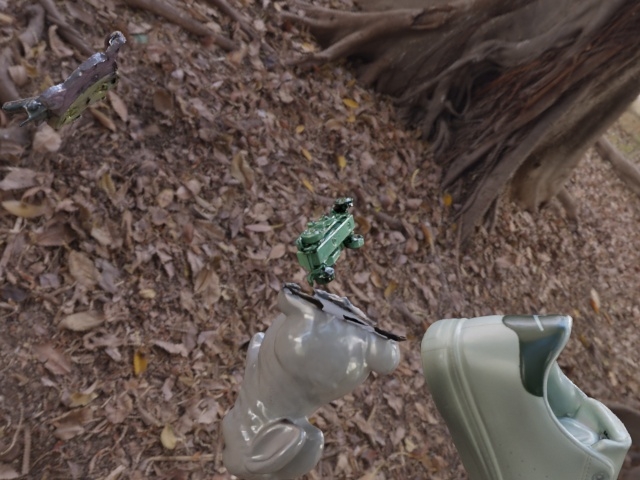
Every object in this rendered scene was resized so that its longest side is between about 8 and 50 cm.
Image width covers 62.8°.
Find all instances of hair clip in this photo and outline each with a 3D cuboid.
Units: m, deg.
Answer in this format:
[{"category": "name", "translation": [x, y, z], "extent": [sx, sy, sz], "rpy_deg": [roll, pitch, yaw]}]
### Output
[{"category": "hair clip", "translation": [-0.365, -0.218, 0.772], "extent": [0.187, 0.146, 0.056], "rpy_deg": [-40, 95, -27]}]

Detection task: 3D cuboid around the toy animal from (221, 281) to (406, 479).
[{"category": "toy animal", "translation": [-0.043, 0.260, 0.893], "extent": [0.258, 0.357, 0.194], "rpy_deg": [26, 1, 37]}]

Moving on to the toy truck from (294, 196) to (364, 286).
[{"category": "toy truck", "translation": [0.001, -0.001, 0.762], "extent": [0.154, 0.078, 0.080], "rpy_deg": [-47, 126, -53]}]

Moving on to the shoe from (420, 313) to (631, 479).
[{"category": "shoe", "translation": [0.239, 0.237, 0.529], "extent": [0.132, 0.160, 0.363], "rpy_deg": [-26, 95, -58]}]
